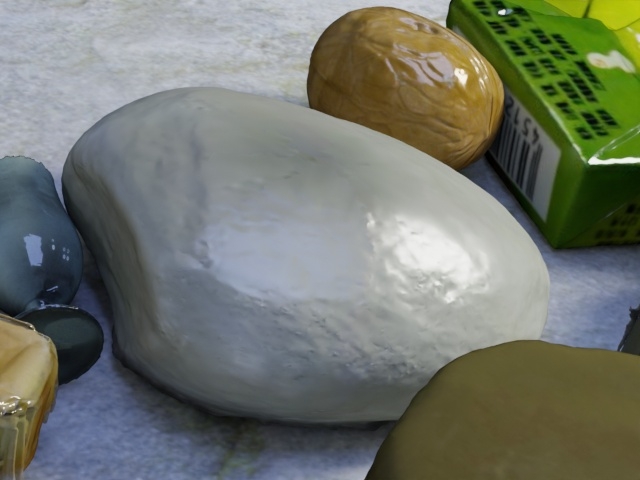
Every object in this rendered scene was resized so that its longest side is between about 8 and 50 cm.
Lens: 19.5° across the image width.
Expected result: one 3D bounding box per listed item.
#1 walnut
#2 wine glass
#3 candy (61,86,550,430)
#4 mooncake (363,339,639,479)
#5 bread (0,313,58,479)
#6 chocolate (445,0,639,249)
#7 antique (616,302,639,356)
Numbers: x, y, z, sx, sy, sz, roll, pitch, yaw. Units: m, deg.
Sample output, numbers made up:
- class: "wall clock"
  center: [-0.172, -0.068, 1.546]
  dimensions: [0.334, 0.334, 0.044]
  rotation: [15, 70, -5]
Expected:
- class: "walnut"
  center: [0.080, -0.143, 1.833]
  dimensions: [0.197, 0.165, 0.165]
  rotation: [21, 34, 16]
- class: "wine glass"
  center: [-0.238, 0.020, 1.523]
  dimensions: [0.093, 0.093, 0.202]
  rotation: [1, 40, -23]
- class: "candy"
  center: [0.000, 0.000, 1.591]
  dimensions: [0.427, 0.186, 0.386]
  rotation: [11, 33, -21]
- class: "mooncake"
  center: [0.193, 0.260, 1.314]
  dimensions: [0.378, 0.200, 0.378]
  rotation: [10, 40, -8]
- class: "bread"
  center: [-0.318, 0.102, 1.363]
  dimensions: [0.241, 0.107, 0.136]
  rotation: [18, 32, -2]
- class: "chocolate"
  center: [0.302, -0.125, 1.928]
  dimensions: [0.289, 0.137, 0.301]
  rotation: [-3, 42, -27]
- class: "antique"
  center: [0.325, 0.123, 1.591]
  dimensions: [0.152, 0.148, 0.146]
  rotation: [24, 37, 3]
